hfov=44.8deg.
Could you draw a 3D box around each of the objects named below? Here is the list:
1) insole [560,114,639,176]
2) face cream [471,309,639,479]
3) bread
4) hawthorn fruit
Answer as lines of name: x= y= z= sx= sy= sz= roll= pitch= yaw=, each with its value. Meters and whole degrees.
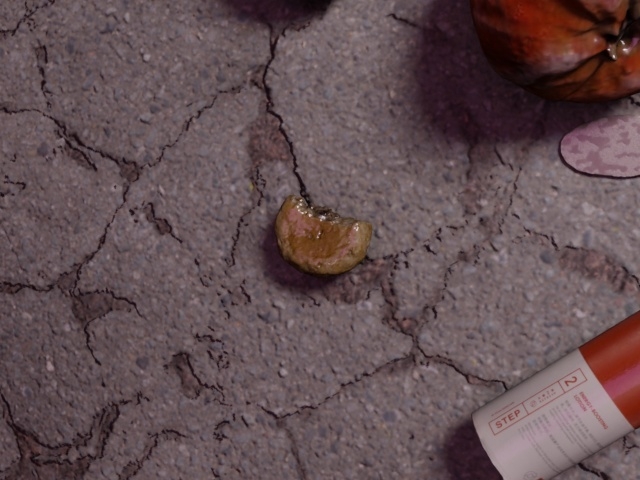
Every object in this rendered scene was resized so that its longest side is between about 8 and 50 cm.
insole: x=0.347 y=-0.101 z=0.794 sx=0.193 sy=0.006 sz=0.065 roll=-5 pitch=89 yaw=17
face cream: x=0.267 y=0.159 z=0.778 sx=0.214 sy=0.096 sz=0.096 roll=-36 pitch=81 yaw=14
bread: x=0.000 y=0.000 z=0.877 sx=0.113 sy=0.060 sz=0.082 roll=25 pitch=98 yaw=17
hawthorn fruit: x=0.242 y=-0.273 z=0.733 sx=0.242 sy=0.242 sz=0.272 roll=-25 pitch=53 yaw=16
